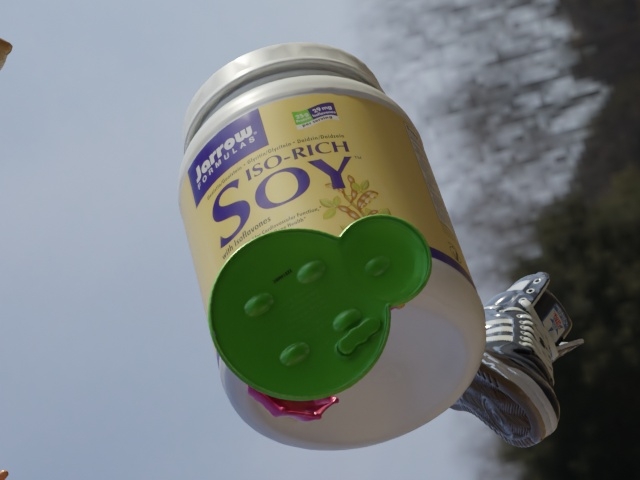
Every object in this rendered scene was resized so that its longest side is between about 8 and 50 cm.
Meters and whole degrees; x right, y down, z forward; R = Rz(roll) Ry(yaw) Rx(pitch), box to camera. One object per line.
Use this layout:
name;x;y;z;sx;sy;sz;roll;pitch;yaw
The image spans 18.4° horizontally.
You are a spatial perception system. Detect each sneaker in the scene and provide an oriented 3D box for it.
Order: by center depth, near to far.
sneaker;0.204;0.111;1.939;0.099;0.153;0.282;63;168;-13

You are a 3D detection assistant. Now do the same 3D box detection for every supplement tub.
supplement tub;0.000;0.000;1.815;0.241;0.241;0.331;65;-174;-47

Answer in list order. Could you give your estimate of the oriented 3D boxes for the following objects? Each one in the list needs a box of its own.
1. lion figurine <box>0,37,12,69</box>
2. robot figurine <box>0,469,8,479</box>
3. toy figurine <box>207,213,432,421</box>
lion figurine;-0.440;-0.204;2.008;0.392;0.142;0.240;45;141;47
robot figurine;-0.252;0.191;1.089;0.158;0.219;0.128;7;-118;-40
toy figurine;-0.002;0.068;1.466;0.130;0.173;0.159;52;164;16
